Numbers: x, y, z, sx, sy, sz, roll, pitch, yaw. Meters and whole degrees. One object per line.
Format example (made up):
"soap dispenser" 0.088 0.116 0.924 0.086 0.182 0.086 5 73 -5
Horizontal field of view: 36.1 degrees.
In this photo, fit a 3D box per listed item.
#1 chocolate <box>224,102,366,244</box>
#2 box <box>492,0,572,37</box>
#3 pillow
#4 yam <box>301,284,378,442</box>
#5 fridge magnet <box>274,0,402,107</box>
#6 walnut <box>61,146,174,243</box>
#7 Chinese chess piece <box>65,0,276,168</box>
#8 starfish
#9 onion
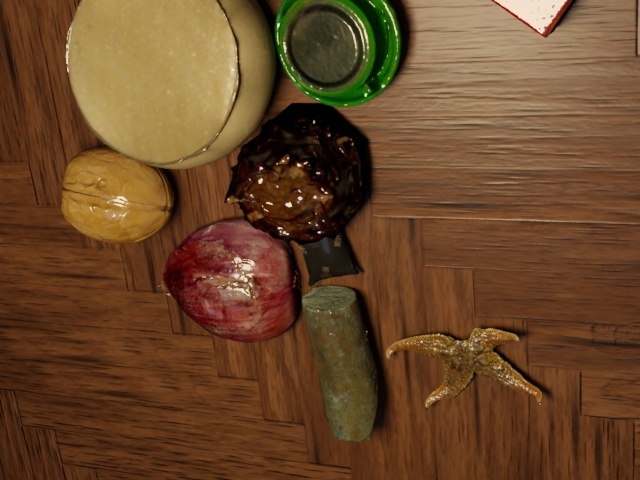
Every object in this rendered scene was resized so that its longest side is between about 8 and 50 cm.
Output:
"chocolate" -0.054 -0.089 1.514 0.206 0.177 0.224 47 113 11
"box" 0.312 -0.454 1.287 0.197 0.089 0.313 37 121 7
"pillow" 0.000 0.000 1.633 0.090 0.048 0.150 -11 106 35
"yam" 0.040 0.209 1.673 0.106 0.106 0.259 -4 110 24
"fridge magnet" 0.022 -0.299 1.473 0.208 0.088 0.208 12 118 23
"walnut" -0.350 -0.076 1.687 0.197 0.165 0.165 19 118 23
"Chinese chess piece" -0.236 -0.279 1.542 0.338 0.140 0.338 6 105 23
"starfish" 0.235 0.209 1.625 0.247 0.050 0.138 -8 109 33
"onion" -0.179 0.083 1.704 0.283 0.120 0.227 -5 104 25
